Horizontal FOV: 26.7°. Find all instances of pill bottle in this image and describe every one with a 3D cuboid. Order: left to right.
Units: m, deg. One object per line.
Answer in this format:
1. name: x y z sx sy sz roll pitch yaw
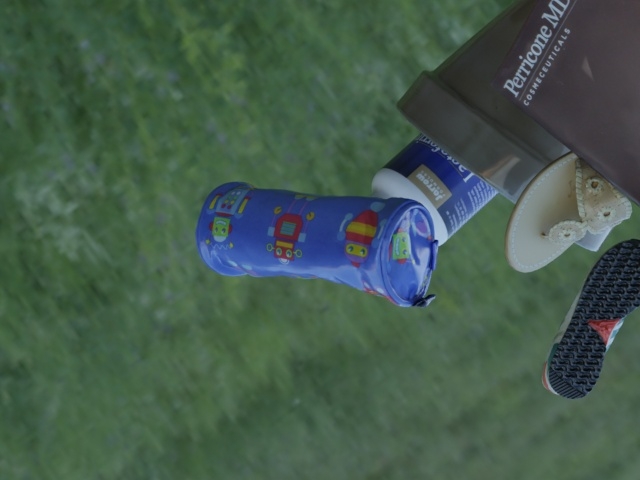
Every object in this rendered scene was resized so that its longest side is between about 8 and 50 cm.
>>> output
1. pill bottle: 0.176 -0.083 2.090 0.265 0.153 0.153 -42 180 -16

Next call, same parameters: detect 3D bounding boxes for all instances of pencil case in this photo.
1. pencil case: 0.000 0.000 1.575 0.306 0.119 0.133 8 179 39

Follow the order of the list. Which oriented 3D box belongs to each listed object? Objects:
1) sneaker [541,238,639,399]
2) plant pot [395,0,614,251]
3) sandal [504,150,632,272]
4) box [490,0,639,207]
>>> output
1. sneaker: 0.246 0.070 1.224 0.161 0.057 0.075 -61 -177 -9
2. plant pot: 0.304 -0.192 1.722 0.280 0.323 0.323 -56 174 11
3. sandal: 0.288 -0.055 1.350 0.240 0.088 0.079 -42 -152 -17
4. box: 0.366 -0.117 1.240 0.143 0.381 0.191 -32 157 -40
